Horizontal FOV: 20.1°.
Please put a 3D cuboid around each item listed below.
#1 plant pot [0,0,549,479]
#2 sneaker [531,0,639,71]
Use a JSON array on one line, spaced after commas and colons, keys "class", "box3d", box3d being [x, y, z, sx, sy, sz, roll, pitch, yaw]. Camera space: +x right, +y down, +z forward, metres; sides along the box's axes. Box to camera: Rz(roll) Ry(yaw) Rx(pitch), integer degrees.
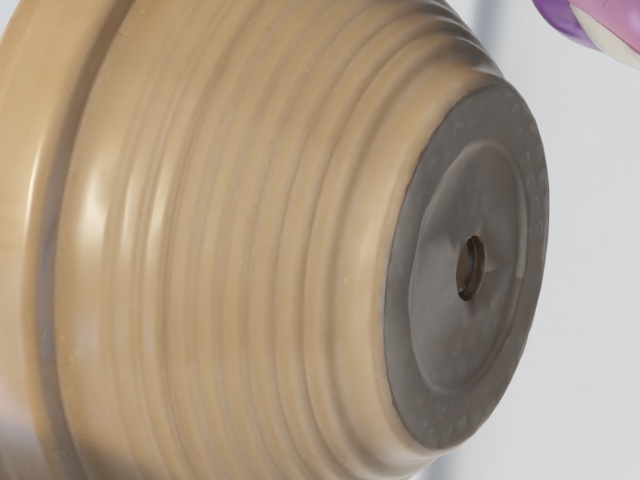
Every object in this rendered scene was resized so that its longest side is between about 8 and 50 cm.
[{"class": "plant pot", "box3d": [0.000, 0.000, 0.578, 0.110, 0.237, 0.237, 10, 167, 30]}, {"class": "sneaker", "box3d": [0.131, -0.129, 0.691, 0.105, 0.095, 0.236, 12, -152, 34]}]
